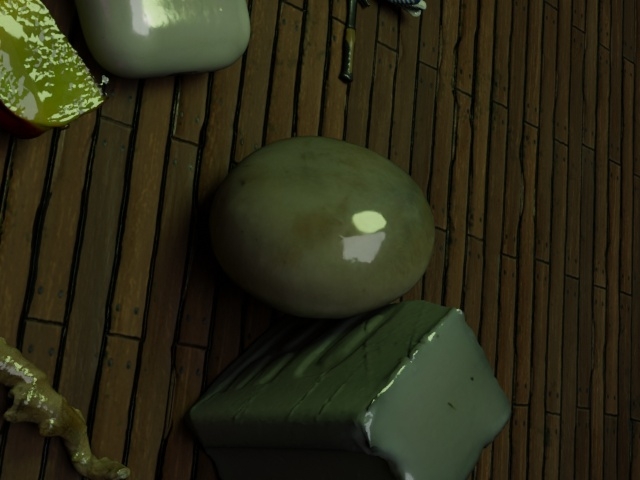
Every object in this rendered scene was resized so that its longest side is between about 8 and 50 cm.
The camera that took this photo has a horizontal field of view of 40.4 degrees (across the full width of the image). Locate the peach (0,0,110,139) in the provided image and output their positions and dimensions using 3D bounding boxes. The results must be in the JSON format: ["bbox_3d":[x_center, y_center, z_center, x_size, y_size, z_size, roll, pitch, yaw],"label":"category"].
[{"bbox_3d":[-0.432,-0.255,1.152,0.154,0.158,0.267,-52,128,-33],"label":"peach"}]

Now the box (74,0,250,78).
[{"bbox_3d":[-0.256,-0.429,1.349,0.288,0.141,0.349,-16,94,-41],"label":"box"}]

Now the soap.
[{"bbox_3d":[0.043,0.253,1.317,0.350,0.435,0.213,-37,106,-38],"label":"soap"}]

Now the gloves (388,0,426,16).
[{"bbox_3d":[0.138,-0.547,1.748,0.229,0.097,0.119,52,58,-17],"label":"gloves"}]

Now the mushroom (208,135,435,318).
[{"bbox_3d":[0.000,0.000,1.408,0.362,0.362,0.295,-25,137,-41],"label":"mushroom"}]

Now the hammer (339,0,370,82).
[{"bbox_3d":[0.061,-0.405,1.706,0.078,0.021,0.201,13,75,-40],"label":"hammer"}]

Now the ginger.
[{"bbox_3d":[-0.374,0.241,1.191,0.288,0.075,0.089,52,31,-17],"label":"ginger"}]
